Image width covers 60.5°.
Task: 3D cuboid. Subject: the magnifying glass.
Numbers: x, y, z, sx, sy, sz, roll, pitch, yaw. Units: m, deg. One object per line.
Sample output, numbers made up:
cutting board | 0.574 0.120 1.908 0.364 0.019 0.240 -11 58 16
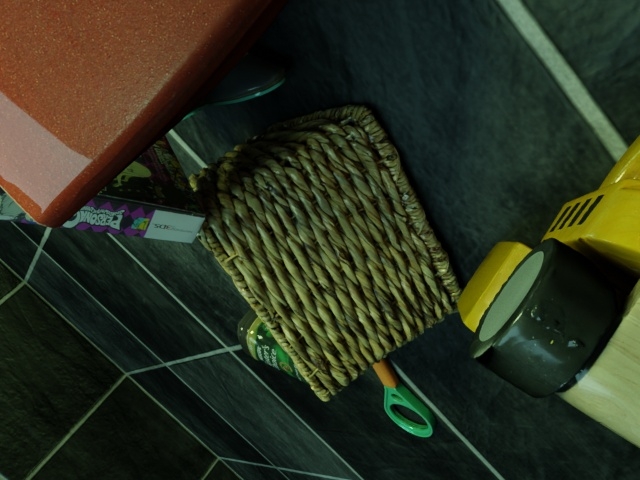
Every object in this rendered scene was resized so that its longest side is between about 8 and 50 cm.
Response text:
magnifying glass | 0.128 0.257 0.926 0.092 0.026 0.230 3 131 43

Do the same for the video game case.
video game case | -0.242 -0.094 0.521 0.041 0.210 0.232 -59 45 26

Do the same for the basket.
basket | 0.000 0.000 0.686 0.299 0.223 0.213 57 176 -25

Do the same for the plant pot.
plant pot | -0.154 -0.219 0.407 0.236 0.267 0.267 -30 111 18

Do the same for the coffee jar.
coffee jar | -0.060 0.189 0.980 0.185 0.079 0.096 18 141 30

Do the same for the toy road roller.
toy road roller | 0.257 0.030 0.422 0.203 0.240 0.329 33 -176 9

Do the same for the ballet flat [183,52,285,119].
ballet flat | -0.124 -0.182 0.614 0.203 0.074 0.074 0 131 47
